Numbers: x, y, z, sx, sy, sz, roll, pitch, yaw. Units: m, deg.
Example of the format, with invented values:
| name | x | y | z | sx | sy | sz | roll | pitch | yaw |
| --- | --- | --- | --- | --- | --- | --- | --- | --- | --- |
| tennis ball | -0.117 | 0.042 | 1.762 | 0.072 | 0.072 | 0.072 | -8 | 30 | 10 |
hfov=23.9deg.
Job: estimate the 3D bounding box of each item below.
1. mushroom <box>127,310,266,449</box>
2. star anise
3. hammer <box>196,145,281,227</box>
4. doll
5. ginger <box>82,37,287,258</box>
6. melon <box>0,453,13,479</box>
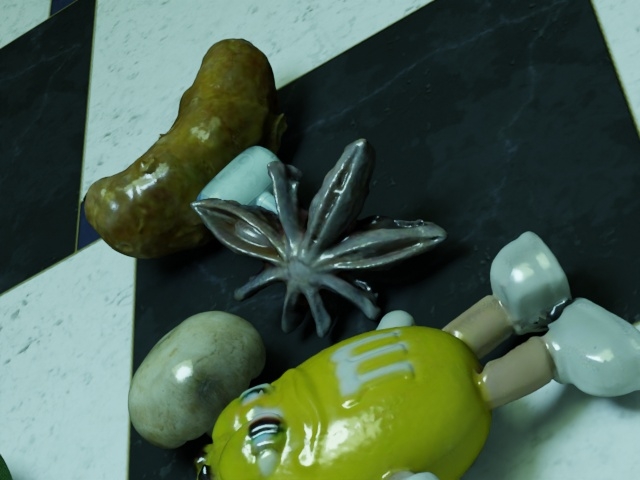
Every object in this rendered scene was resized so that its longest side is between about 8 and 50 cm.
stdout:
| name | x | y | z | sx | sy | sz | roll | pitch | yaw |
| --- | --- | --- | --- | --- | --- | --- | --- | --- | --- |
| mushroom | -0.128 | 0.154 | 1.608 | 0.166 | 0.127 | 0.166 | -38 | 13 | 10 |
| star anise | 0.004 | -0.001 | 1.615 | 0.257 | 0.198 | 0.110 | -25 | 2 | 25 |
| hammer | -0.046 | -0.025 | 1.728 | 0.194 | 0.069 | 0.116 | 36 | 69 | 29 |
| doll | 0.091 | 0.158 | 1.359 | 0.348 | 0.161 | 0.423 | 5 | 41 | 48 |
| ginger | -0.143 | -0.098 | 1.860 | 0.321 | 0.172 | 0.165 | -51 | 0 | -22 |
| melon | -0.424 | 0.311 | 1.669 | 0.182 | 0.182 | 0.288 | -28 | 40 | 19 |
